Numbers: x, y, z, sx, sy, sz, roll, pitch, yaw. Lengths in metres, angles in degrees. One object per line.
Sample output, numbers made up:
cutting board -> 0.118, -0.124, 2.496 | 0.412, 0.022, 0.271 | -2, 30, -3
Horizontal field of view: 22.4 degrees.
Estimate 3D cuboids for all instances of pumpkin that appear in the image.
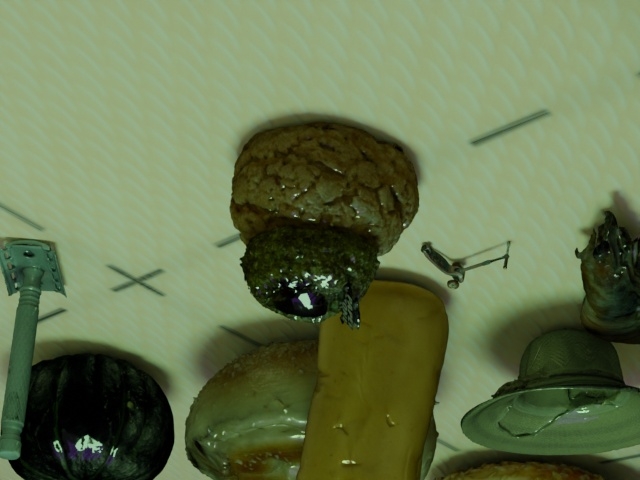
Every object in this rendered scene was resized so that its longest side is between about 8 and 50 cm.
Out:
pumpkin -> -0.289, 0.234, 2.010 | 0.221, 0.161, 0.220 | 1, 154, 1

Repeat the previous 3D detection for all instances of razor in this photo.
razor -> -0.325, 0.124, 1.743 | 0.068, 0.232, 0.106 | 3, 150, 1

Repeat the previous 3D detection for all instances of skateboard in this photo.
skateboard -> 0.153, 0.016, 1.672 | 0.083, 0.032, 0.064 | -18, 133, 40

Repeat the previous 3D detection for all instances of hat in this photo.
hat -> 0.279, 0.156, 1.812 | 0.252, 0.110, 0.252 | 0, 156, 0

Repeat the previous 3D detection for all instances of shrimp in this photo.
shrimp -> 0.349, 0.044, 1.662 | 0.169, 0.058, 0.296 | -6, 154, 9

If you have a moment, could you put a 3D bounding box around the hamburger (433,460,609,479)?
hamburger -> 0.284, 0.443, 2.183 | 0.330, 0.250, 0.330 | 3, 154, 1

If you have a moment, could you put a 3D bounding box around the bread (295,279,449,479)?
bread -> 0.055, 0.194, 1.744 | 0.142, 0.305, 0.091 | 10, 177, -4

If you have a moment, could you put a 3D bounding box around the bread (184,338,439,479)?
bread -> -0.012, 0.215, 1.924 | 0.306, 0.158, 0.305 | 3, 154, 1

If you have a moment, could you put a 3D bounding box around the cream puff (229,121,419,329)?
cream puff -> 0.000, 0.000, 1.526 | 0.183, 0.169, 0.183 | 5, 149, 3
